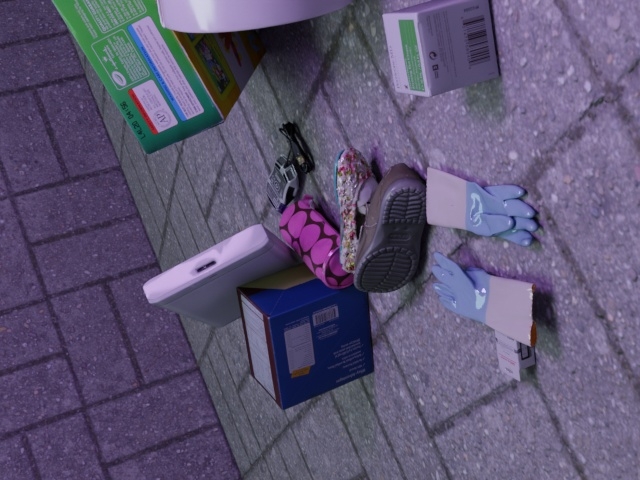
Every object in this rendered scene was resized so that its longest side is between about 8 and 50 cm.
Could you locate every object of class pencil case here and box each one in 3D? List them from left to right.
[{"bbox_3d":[0.000,0.000,1.690,0.098,0.095,0.209,-60,38,13],"label":"pencil case"}]

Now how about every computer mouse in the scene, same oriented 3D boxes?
[{"bbox_3d":[-0.061,-0.132,1.809,0.106,0.042,0.193,58,150,22],"label":"computer mouse"}]

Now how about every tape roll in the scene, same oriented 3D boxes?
[{"bbox_3d":[-0.095,-0.378,1.347,0.286,0.286,0.100,37,140,57],"label":"tape roll"}]

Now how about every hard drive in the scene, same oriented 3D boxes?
[{"bbox_3d":[-0.157,0.075,1.748,0.047,0.233,0.353,64,-174,16],"label":"hard drive"}]

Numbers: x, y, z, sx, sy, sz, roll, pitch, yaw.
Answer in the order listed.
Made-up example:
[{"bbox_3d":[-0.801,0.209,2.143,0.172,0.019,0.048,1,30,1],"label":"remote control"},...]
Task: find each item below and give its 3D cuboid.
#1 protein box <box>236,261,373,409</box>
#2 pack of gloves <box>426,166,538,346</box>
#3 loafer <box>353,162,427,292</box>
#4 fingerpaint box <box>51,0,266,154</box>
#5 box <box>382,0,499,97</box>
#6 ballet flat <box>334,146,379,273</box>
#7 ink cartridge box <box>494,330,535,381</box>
[{"bbox_3d":[-0.025,0.165,1.726,0.136,0.199,0.201,37,140,52],"label":"protein box"},{"bbox_3d":[0.221,0.012,1.238,0.232,0.046,0.195,23,116,60],"label":"pack of gloves"},{"bbox_3d":[0.109,-0.016,1.430,0.251,0.094,0.087,109,164,-44],"label":"loafer"},{"bbox_3d":[-0.292,-0.424,1.570,0.445,0.163,0.371,61,-159,-23],"label":"fingerpaint box"},{"bbox_3d":[0.143,-0.234,1.122,0.087,0.102,0.101,29,134,64],"label":"box"},{"bbox_3d":[0.072,-0.042,1.516,0.077,0.091,0.241,20,136,27],"label":"ballet flat"},{"bbox_3d":[0.256,0.138,1.240,0.048,0.028,0.083,30,133,61],"label":"ink cartridge box"}]
